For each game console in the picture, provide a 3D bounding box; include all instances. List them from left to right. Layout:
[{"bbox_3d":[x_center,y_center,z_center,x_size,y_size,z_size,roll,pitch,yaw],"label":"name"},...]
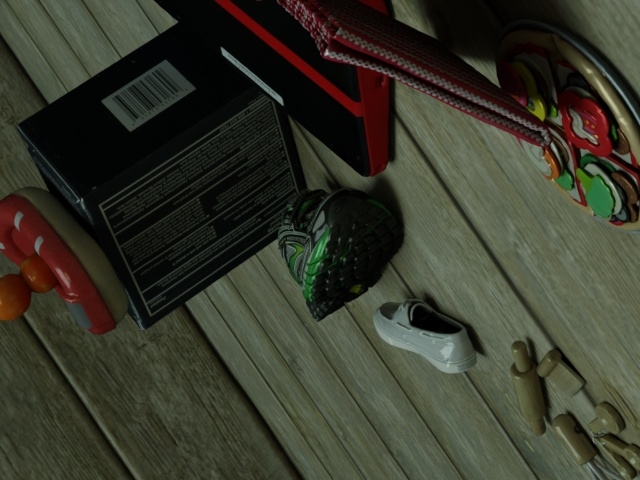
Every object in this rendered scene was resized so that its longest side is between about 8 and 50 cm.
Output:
[{"bbox_3d":[-0.071,-0.265,1.508,0.386,0.060,0.342,42,165,22],"label":"game console"}]

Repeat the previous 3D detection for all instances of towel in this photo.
[{"bbox_3d":[0.056,-0.154,1.142,0.199,0.031,0.275,22,-165,-22],"label":"towel"}]

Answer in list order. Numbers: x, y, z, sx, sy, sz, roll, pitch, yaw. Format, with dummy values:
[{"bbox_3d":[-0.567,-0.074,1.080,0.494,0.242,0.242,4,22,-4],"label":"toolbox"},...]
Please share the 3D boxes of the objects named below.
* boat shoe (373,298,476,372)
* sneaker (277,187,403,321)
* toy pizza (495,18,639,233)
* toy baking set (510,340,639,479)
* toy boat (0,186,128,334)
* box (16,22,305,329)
[{"bbox_3d":[0.123,0.104,1.751,0.184,0.066,0.063,37,142,58],"label":"boat shoe"},{"bbox_3d":[0.000,0.000,1.767,0.146,0.134,0.343,54,166,8],"label":"sneaker"},{"bbox_3d":[0.199,-0.085,1.139,0.201,0.032,0.201,50,165,19],"label":"toy pizza"},{"bbox_3d":[0.281,0.220,1.551,0.197,0.030,0.256,44,162,38],"label":"toy baking set"},{"bbox_3d":[-0.354,0.042,1.775,0.231,0.151,0.151,42,161,42],"label":"toy boat"},{"bbox_3d":[-0.197,-0.090,1.873,0.183,0.296,0.294,45,162,35],"label":"box"}]
